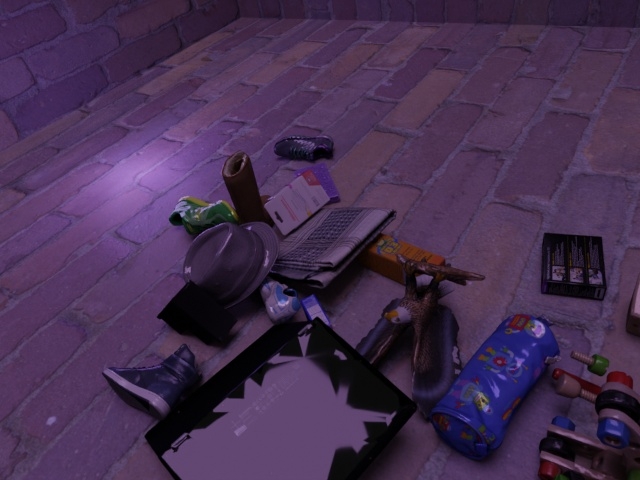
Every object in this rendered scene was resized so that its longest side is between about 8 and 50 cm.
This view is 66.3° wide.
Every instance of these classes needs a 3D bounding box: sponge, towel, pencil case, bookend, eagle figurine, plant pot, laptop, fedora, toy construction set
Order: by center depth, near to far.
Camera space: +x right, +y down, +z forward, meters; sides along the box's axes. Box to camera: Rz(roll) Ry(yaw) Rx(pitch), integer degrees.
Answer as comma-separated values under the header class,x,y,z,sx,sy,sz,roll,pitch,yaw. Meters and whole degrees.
class,x,y,z,sx,sy,sz,roll,pitch,yaw
toy construction set,0.514,0.334,0.800,0.237,0.257,0.309,23,26,12
pencil case,0.345,0.273,0.944,0.306,0.119,0.133,-39,38,-27
laptop,-0.101,0.357,0.966,0.408,0.236,0.382,38,60,25
plant pot,0.694,0.149,1.014,0.109,0.109,0.096,24,64,36
eagle figurine,0.193,0.186,1.045,0.225,0.298,0.226,10,5,-16
bookend,-0.312,0.196,1.230,0.157,0.156,0.072,42,52,-7
fedora,-0.251,0.045,1.261,0.275,0.124,0.244,-43,46,10
towel,0.000,0.000,1.337,0.312,0.056,0.324,6,40,47
sponge,-0.015,-0.184,1.641,0.117,0.031,0.210,-16,41,-3

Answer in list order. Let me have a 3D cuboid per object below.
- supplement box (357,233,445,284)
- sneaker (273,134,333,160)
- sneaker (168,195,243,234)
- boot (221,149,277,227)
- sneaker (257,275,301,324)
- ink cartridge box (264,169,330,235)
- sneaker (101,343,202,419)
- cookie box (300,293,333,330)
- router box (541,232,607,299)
class,x,y,z,sx,sy,sz,roll,pitch,yaw
supplement box,0.204,0.053,1.271,0.233,0.080,0.078,22,50,38
sneaker,-0.063,-0.331,1.789,0.223,0.083,0.098,-7,45,6
sneaker,-0.361,-0.061,1.544,0.295,0.109,0.123,9,52,36
boot,-0.202,-0.149,1.463,0.089,0.269,0.236,-5,41,9
sneaker,-0.103,0.140,1.213,0.086,0.085,0.237,-21,18,-10
ink cartridge box,-0.081,-0.110,1.470,0.198,0.115,0.067,-40,15,-28
sneaker,-0.379,0.303,1.130,0.226,0.086,0.163,12,43,31
cookie box,-0.002,0.195,1.150,0.040,0.092,0.107,-24,42,-9
router box,0.608,0.057,1.184,0.133,0.046,0.179,6,43,21
